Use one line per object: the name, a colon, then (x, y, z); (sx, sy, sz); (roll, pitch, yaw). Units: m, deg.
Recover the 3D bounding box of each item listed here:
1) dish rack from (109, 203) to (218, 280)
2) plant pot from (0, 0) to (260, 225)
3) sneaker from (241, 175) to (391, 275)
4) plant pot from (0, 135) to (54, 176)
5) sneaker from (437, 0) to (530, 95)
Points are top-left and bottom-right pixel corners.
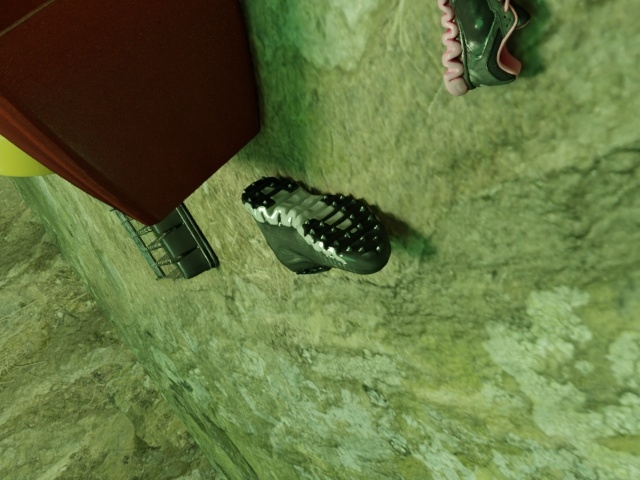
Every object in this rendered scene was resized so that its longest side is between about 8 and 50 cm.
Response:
dish rack: (-0.324, -0.012, 1.102); (0.271, 0.074, 0.208); (-10, 112, 60)
plant pot: (-0.224, -0.174, 0.611); (0.267, 0.267, 0.236); (21, 151, 44)
sneaker: (0.000, 0.000, 0.636); (0.234, 0.078, 0.106); (26, 144, 46)
plant pot: (-0.508, -0.275, 0.934); (0.254, 0.254, 0.239); (37, 131, 27)
sneaker: (0.105, -0.152, 0.355); (0.057, 0.047, 0.119); (7, 132, 32)
